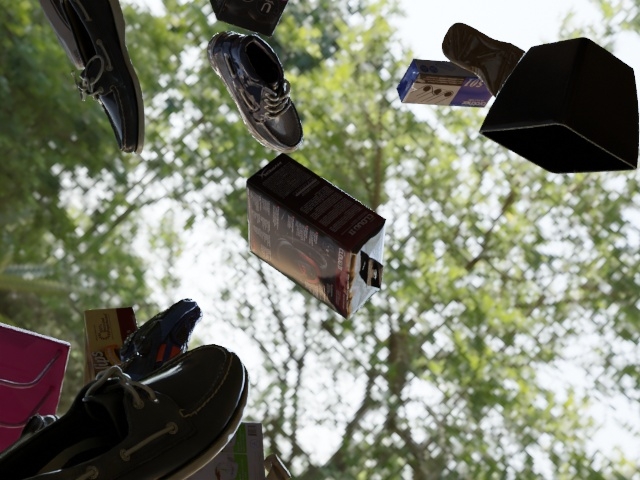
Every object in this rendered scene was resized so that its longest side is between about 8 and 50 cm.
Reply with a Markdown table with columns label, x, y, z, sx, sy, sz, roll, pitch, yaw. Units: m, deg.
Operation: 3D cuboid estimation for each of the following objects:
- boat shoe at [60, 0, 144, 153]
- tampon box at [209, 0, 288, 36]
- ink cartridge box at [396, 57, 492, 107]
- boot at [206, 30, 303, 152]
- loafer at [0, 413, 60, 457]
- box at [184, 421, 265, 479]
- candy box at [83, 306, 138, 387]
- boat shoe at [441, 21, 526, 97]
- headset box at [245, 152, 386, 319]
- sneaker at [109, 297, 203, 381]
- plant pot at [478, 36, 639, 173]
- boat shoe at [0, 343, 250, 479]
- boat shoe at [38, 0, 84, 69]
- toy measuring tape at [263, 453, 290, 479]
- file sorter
| label | x | y | z | sx | sy | sz | roll | pitch | yaw |
| --- | --- | --- | --- | --- | --- | --- | --- | --- | --- |
| boat shoe | -0.301 | -0.236 | 1.512 | 0.095 | 0.079 | 0.254 | -31 | -109 | 61 |
| tampon box | -0.145 | -0.494 | 2.143 | 0.120 | 0.101 | 0.161 | 13 | 33 | -27 |
| ink cartridge box | 0.274 | -0.330 | 2.301 | 0.097 | 0.207 | 0.046 | 120 | -38 | -50 |
| boot | -0.066 | -0.180 | 1.372 | 0.086 | 0.069 | 0.190 | 19 | -27 | 54 |
| loafer | -0.390 | 0.295 | 1.362 | 0.087 | 0.094 | 0.251 | 33 | 25 | -13 |
| box | -0.238 | 0.524 | 2.348 | 0.262 | 0.231 | 0.126 | -99 | -163 | -44 |
| candy box | -0.343 | 0.286 | 1.805 | 0.183 | 0.088 | 0.316 | -112 | -156 | -47 |
| boat shoe | 0.338 | -0.312 | 1.974 | 0.096 | 0.098 | 0.277 | 9 | 29 | -42 |
| headset box | 0.000 | 0.000 | 2.095 | 0.293 | 0.110 | 0.218 | 34 | -33 | 25 |
| sneaker | -0.192 | 0.150 | 1.280 | 0.083 | 0.221 | 0.087 | -29 | -71 | 36 |
| plant pot | 0.399 | -0.219 | 1.748 | 0.187 | 0.167 | 0.188 | 23 | -11 | -32 |
| boat shoe | -0.174 | 0.168 | 0.978 | 0.116 | 0.319 | 0.099 | 5 | -61 | 35 |
| boat shoe | -0.414 | -0.368 | 1.842 | 0.228 | 0.076 | 0.080 | 51 | -15 | 47 |
| toy measuring tape | -0.143 | 0.391 | 1.305 | 0.121 | 0.330 | 0.121 | 13 | -49 | 15 |
| file sorter | -0.546 | 0.296 | 1.731 | 0.202 | 0.290 | 0.182 | 16 | 16 | 1 |
